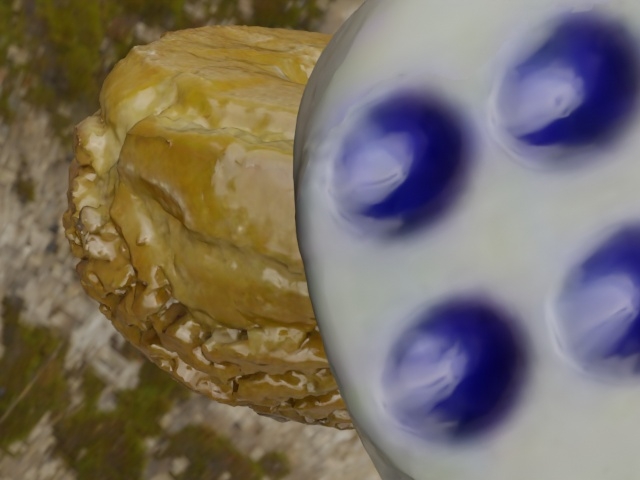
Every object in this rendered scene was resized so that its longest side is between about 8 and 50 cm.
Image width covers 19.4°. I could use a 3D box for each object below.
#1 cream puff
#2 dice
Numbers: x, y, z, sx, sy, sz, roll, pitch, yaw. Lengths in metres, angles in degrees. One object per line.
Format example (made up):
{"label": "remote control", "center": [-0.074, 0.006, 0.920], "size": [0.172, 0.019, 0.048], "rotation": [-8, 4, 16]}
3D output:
{"label": "cream puff", "center": [0.000, 0.000, 1.183], "size": [0.327, 0.343, 0.231], "rotation": [9, 107, -3]}
{"label": "dice", "center": [0.149, -0.012, 0.795], "size": [0.259, 0.251, 0.243], "rotation": [-21, 79, 19]}
